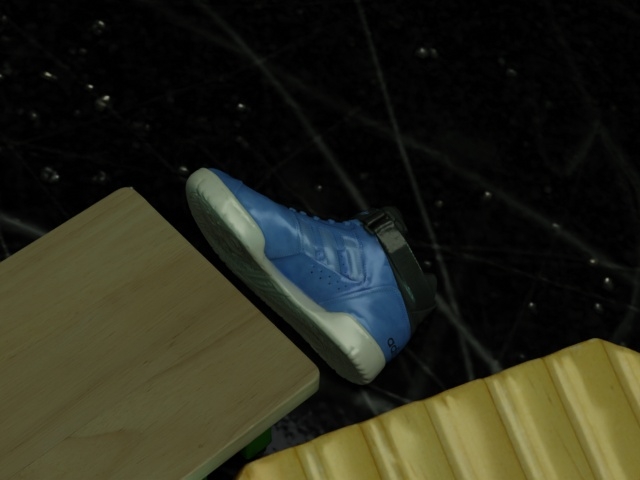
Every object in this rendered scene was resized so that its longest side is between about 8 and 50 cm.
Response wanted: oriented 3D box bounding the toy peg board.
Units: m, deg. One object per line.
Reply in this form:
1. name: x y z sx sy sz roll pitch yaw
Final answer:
1. toy peg board: -0.113 0.082 0.663 0.161 0.079 0.161 -35 61 -26

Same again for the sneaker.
1. sneaker: 0.000 0.000 0.726 0.152 0.058 0.084 45 69 5

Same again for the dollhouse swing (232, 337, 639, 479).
1. dollhouse swing: 0.146 0.213 0.544 0.347 0.315 0.304 -16 90 -20
